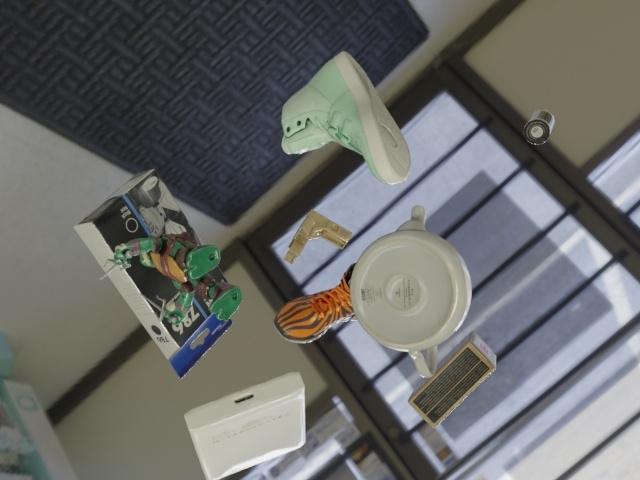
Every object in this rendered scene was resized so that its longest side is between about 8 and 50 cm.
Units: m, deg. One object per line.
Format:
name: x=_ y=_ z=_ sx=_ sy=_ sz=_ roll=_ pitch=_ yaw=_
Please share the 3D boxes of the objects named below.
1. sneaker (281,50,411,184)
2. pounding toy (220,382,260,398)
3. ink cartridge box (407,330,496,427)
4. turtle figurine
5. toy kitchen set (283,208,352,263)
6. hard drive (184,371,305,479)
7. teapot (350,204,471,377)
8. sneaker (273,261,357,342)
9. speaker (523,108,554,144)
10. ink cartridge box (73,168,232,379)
sneaker: x=0.028 y=-0.138 z=1.293 sx=0.151 sy=0.256 sz=0.094 roll=-37 pitch=136 yaw=17
pounding toy: x=-0.152 y=0.448 z=2.275 sx=0.154 sy=0.155 sz=0.269 roll=-16 pitch=163 yaw=-9
ink cartridge box: x=0.298 y=0.307 z=2.056 sx=0.193 sy=0.088 sz=0.234 roll=-45 pitch=171 yaw=8
turtle figurine: x=-0.218 y=0.042 z=1.330 sx=0.175 sy=0.234 sz=0.118 roll=45 pitch=66 yaw=-37
toy kitchen set: x=0.000 y=0.000 z=1.379 sx=0.083 sy=0.075 sz=0.068 roll=-61 pitch=-178 yaw=-30
hard drive: x=-0.126 y=0.337 z=1.640 sx=0.203 sy=0.040 sz=0.307 roll=-19 pitch=153 yaw=-11
teapot: x=0.191 y=0.101 z=1.815 sx=0.256 sy=0.252 sz=0.187 roll=-53 pitch=162 yaw=14
sneaker: x=0.032 y=0.139 z=2.298 sx=0.321 sy=0.124 sz=0.180 roll=-21 pitch=156 yaw=-41
speaker: x=0.467 y=-0.243 z=1.964 sx=0.055 sy=0.055 sz=0.136 roll=-53 pitch=176 yaw=24
ink cartridge box: x=-0.260 y=0.060 z=1.569 sx=0.165 sy=0.065 sz=0.333 roll=-50 pitch=118 yaw=-39
